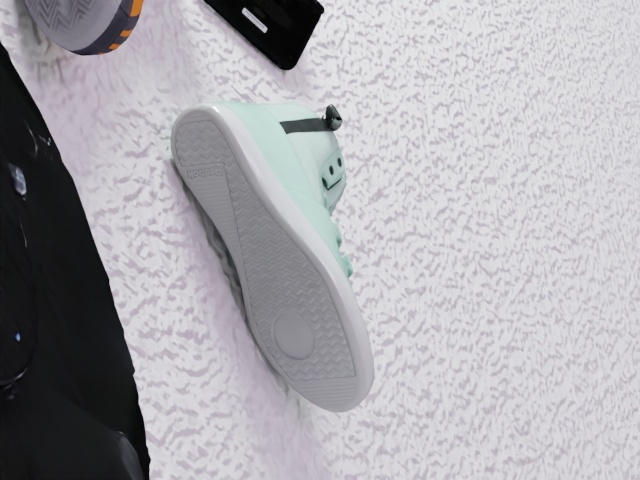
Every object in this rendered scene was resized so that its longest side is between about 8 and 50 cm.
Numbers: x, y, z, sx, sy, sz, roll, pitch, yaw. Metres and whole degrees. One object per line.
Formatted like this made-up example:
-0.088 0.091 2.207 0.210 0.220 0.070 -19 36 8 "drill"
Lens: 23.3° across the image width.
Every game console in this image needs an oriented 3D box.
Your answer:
-0.063 -0.223 1.368 0.122 0.071 0.107 38 68 -34 "game console"

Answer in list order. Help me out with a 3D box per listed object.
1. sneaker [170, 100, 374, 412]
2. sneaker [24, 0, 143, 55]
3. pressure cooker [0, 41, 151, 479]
0.000 -0.001 1.198 0.151 0.094 0.256 -18 79 -53 "sneaker"
-0.127 -0.247 1.178 0.180 0.124 0.321 30 43 -41 "sneaker"
-0.298 0.044 0.412 0.370 0.420 0.375 -99 163 -66 "pressure cooker"
